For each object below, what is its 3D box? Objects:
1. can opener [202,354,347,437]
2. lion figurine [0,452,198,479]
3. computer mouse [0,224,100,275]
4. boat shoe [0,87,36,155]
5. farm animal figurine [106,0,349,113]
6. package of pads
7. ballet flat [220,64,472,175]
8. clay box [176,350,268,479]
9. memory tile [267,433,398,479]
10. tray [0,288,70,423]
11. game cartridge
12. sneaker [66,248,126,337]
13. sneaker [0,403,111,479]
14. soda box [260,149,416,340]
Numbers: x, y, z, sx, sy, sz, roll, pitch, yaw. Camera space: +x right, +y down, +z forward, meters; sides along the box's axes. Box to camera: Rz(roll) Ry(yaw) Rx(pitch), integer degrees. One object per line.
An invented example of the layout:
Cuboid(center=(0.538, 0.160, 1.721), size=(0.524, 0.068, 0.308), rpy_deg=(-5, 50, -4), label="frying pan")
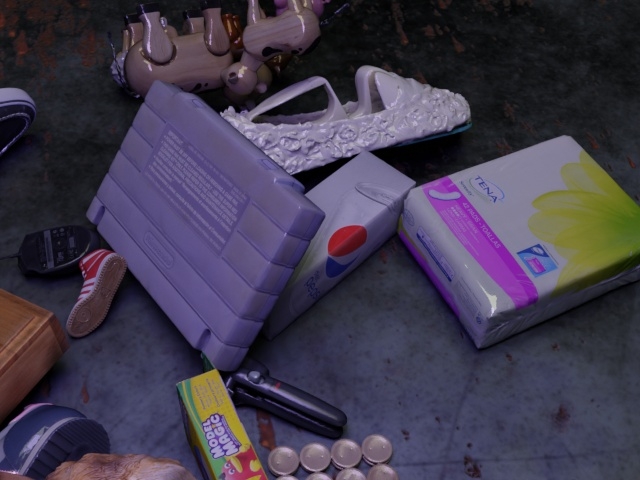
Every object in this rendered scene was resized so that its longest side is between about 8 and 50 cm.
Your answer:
Cuboid(center=(-0.055, 0.182, 1.037), size=(0.186, 0.059, 0.073), rpy_deg=(22, 56, 15), label="can opener")
Cuboid(center=(-0.290, 0.340, 0.816), size=(0.392, 0.240, 0.142), rpy_deg=(-45, 52, -6), label="lion figurine")
Cuboid(center=(-0.412, 0.031, 1.166), size=(0.242, 0.041, 0.071), rpy_deg=(-11, 59, -4), label="computer mouse")
Cuboid(center=(-0.513, -0.106, 1.226), size=(0.102, 0.108, 0.301), rpy_deg=(39, 58, 21), label="boat shoe")
Cuboid(center=(-0.145, -0.270, 1.300), size=(0.327, 0.330, 0.172), rpy_deg=(-11, 95, -12), label="farm animal figurine")
Cuboid(center=(0.278, -0.010, 1.191), size=(0.296, 0.101, 0.229), rpy_deg=(-19, 55, -19), label="package of pads")
Cuboid(center=(0.040, -0.181, 1.279), size=(0.409, 0.147, 0.147), rpy_deg=(-17, 53, -16), label="ballet flat")
Cuboid(center=(-0.101, 0.240, 0.941), size=(0.053, 0.127, 0.222), rpy_deg=(-20, 53, -18), label="clay box")
Cuboid(center=(0.016, 0.279, 0.991), size=(0.148, 0.012, 0.113), rpy_deg=(-5, 50, -8), label="memory tile")
Cuboid(center=(-0.526, 0.104, 1.037), size=(0.411, 0.076, 0.203), rpy_deg=(20, 52, 22), label="tray")
Cuboid(center=(-0.154, -0.034, 1.090), size=(0.355, 0.068, 0.230), rpy_deg=(42, 104, 40), label="game cartridge")
Cuboid(center=(-0.296, 0.065, 1.130), size=(0.067, 0.042, 0.118), rpy_deg=(23, 81, 53), label="sneaker")
Cuboid(center=(-0.364, 0.303, 0.912), size=(0.131, 0.112, 0.319), rpy_deg=(12, 49, 46), label="sneaker")
Cuboid(center=(0.000, 0.000, 1.172), size=(0.098, 0.091, 0.286), rpy_deg=(37, 58, 25), label="soda box")
